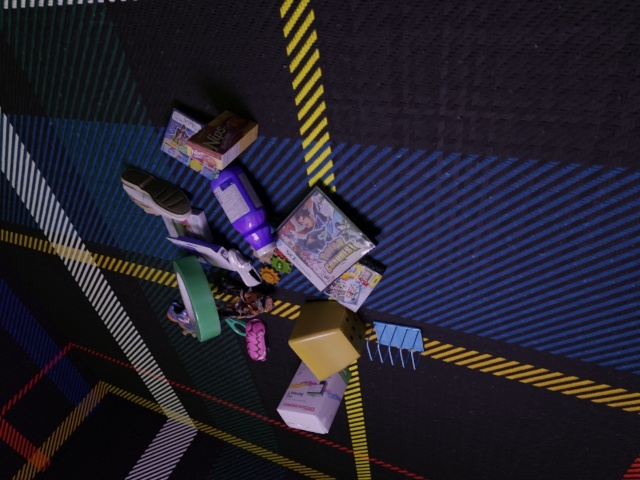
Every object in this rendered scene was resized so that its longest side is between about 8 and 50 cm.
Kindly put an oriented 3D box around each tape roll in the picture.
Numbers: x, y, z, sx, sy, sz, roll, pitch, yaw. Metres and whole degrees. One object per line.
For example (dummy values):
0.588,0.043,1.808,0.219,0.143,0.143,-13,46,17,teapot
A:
-0.466,0.215,1.621,0.321,0.077,0.321,45,145,44,tape roll

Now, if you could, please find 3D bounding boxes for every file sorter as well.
0.261,0.368,1.508,0.170,0.104,0.118,4,131,27,file sorter

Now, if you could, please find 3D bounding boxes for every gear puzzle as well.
-0.175,0.048,1.523,0.175,0.044,0.339,27,137,7,gear puzzle

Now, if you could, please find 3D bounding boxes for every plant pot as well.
0.044,0.340,1.554,0.187,0.212,0.212,-22,115,28,plant pot

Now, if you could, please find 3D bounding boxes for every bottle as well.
-0.231,-0.088,1.345,0.118,0.092,0.283,-29,92,38,bottle

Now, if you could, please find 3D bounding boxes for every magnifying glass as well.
-0.413,0.358,1.963,0.231,0.026,0.092,40,137,-6,magnifying glass

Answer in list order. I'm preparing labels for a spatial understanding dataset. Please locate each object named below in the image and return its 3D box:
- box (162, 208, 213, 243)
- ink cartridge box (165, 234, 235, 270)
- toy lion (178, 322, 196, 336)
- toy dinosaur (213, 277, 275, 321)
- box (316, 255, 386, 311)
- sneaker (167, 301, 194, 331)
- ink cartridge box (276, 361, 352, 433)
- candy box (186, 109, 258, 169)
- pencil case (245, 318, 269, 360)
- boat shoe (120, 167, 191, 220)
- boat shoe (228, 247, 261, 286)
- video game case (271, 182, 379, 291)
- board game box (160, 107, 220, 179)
-0.505,-0.062,1.627,0.186,0.038,0.145,12,134,21,box
-0.435,0.037,1.616,0.206,0.045,0.208,12,158,23,ink cartridge box
-0.673,0.438,2.189,0.100,0.034,0.096,6,123,26,toy lion
-0.310,0.263,1.719,0.218,0.164,0.322,12,141,-30,toy dinosaur
0.097,0.128,1.432,0.159,0.044,0.233,31,137,4,box
-0.637,0.365,2.066,0.221,0.083,0.087,21,128,9,sneaker
-0.022,0.627,1.784,0.201,0.278,0.117,-7,125,35,ink cartridge box
-0.263,-0.276,1.176,0.109,0.187,0.053,25,136,9,candy box
-0.279,0.444,1.913,0.098,0.095,0.209,50,152,38,pencil case
-0.580,-0.149,1.549,0.302,0.113,0.103,32,140,17,boat shoe
-0.280,0.101,1.624,0.063,0.066,0.184,-12,120,22,boat shoe
0.000,0.000,1.326,0.248,0.035,0.275,46,127,-1,video game case
-0.371,-0.287,1.284,0.201,0.035,0.136,32,110,13,board game box
